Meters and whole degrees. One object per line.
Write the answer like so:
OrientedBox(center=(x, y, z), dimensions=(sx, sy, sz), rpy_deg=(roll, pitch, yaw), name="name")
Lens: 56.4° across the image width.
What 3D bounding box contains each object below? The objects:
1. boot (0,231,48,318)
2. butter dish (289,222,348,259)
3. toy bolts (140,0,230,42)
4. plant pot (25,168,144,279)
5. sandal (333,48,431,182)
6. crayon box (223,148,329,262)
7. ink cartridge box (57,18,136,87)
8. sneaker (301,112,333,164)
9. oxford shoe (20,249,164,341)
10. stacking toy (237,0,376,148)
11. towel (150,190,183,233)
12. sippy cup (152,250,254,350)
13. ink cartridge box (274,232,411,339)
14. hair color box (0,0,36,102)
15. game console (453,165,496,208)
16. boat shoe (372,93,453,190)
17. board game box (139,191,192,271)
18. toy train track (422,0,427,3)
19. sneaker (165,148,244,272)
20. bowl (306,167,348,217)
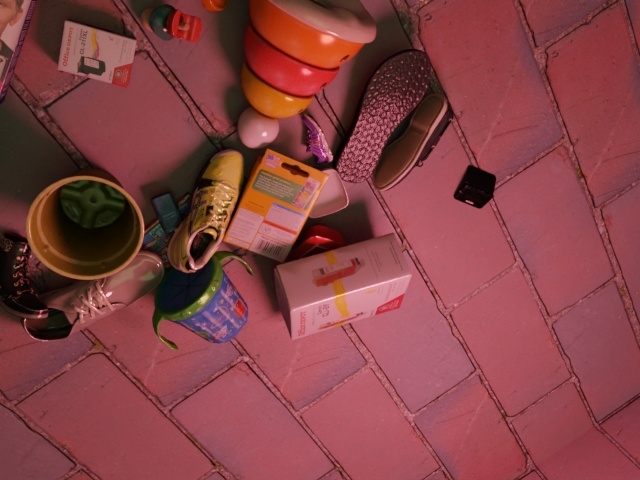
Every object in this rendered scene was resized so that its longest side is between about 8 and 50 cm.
OrientedBox(center=(-0.821, 0.097, 1.634), dimensions=(0.085, 0.236, 0.178), rpy_deg=(-1, 114, -62), name="boot")
OrientedBox(center=(0.000, 0.000, 1.889), dimensions=(0.160, 0.118, 0.160), rpy_deg=(17, 145, -30), name="butter dish")
OrientedBox(center=(-0.365, -0.623, 1.535), dimensions=(0.218, 0.158, 0.228), rpy_deg=(5, 104, -61), name="toy bolts")
OrientedBox(center=(-0.615, -0.074, 1.589), dimensions=(0.276, 0.254, 0.276), rpy_deg=(-6, 114, -15), name="plant pot")
OrientedBox(center=(0.164, -0.383, 1.795), dimensions=(0.168, 0.107, 0.445), rpy_deg=(21, 117, -24), name="sandal")
OrientedBox(center=(-0.135, -0.111, 1.778), dimensions=(0.203, 0.083, 0.323), rpy_deg=(21, 115, -17), name="crayon box")
OrientedBox(center=(-0.574, -0.480, 1.535), dimensions=(0.175, 0.072, 0.127), rpy_deg=(10, 109, -21), name="ink cartridge box")
OrientedBox(center=(-0.019, -0.298, 1.783), dimensions=(0.071, 0.068, 0.170), rpy_deg=(-25, 117, 1), name="sneaker")
OrientedBox(center=(-0.661, 0.171, 1.735), dimensions=(0.449, 0.130, 0.169), rpy_deg=(-24, 116, -3), name="oxford shoe")
OrientedBox(center=(-0.098, -0.456, 1.612), dimensions=(0.351, 0.350, 0.480), rpy_deg=(16, 125, -22), name="stacking toy")
OrientedBox(center=(-0.444, -0.081, 1.734), dimensions=(0.067, 0.029, 0.119), rpy_deg=(-21, 116, -9), name="towel")
OrientedBox(center=(-0.343, 0.191, 1.811), dimensions=(0.305, 0.240, 0.224), rpy_deg=(-23, 129, 18), name="sippy cup")
OrientedBox(center=(0.063, 0.151, 1.871), dimensions=(0.385, 0.160, 0.279), rpy_deg=(-15, 154, -10), name="ink cartridge box")
OrientedBox(center=(-0.807, -0.518, 1.431), dimensions=(0.174, 0.105, 0.347), rpy_deg=(20, 104, -23), name="hair color box")
OrientedBox(center=(0.525, -0.179, 2.026), dimensions=(0.122, 0.071, 0.107), rpy_deg=(18, 135, -22), name="game console")
OrientedBox(center=(0.294, -0.287, 1.856), dimensions=(0.113, 0.127, 0.340), rpy_deg=(21, 104, -47), name="boat shoe")
OrientedBox(center=(-0.458, -0.003, 1.793), dimensions=(0.281, 0.027, 0.145), rpy_deg=(-40, 118, 2), name="board game box")
OrientedBox(center=(0.280, -0.715, 1.729), dimensions=(0.083, 0.014, 0.048), rpy_deg=(30, 101, -26), name="toy train track")
OrientedBox(center=(-0.303, -0.077, 1.712), dimensions=(0.145, 0.147, 0.384), rpy_deg=(22, 91, -36), name="sneaker")
OrientedBox(center=(0.006, -0.153, 1.844), dimensions=(0.142, 0.053, 0.142), rpy_deg=(-19, 116, 9), name="bowl")
